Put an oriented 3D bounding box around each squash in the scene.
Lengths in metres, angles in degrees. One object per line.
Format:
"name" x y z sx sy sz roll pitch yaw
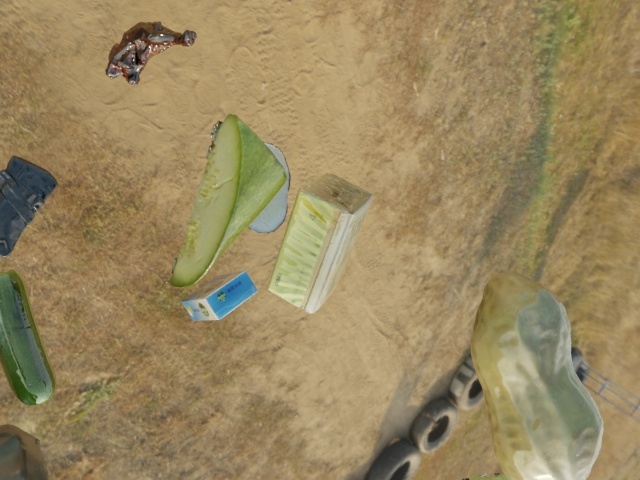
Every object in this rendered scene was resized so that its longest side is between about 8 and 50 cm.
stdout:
"squash" -0.162 -0.036 0.676 0.252 0.093 0.169 -49 150 -9
"squash" -0.473 0.157 0.717 0.066 0.066 0.229 -17 106 -34

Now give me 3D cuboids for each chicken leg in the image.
"chicken leg" -0.317 -0.350 0.834 0.048 0.219 0.090 -27 97 -65

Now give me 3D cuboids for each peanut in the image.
"peanut" 0.195 0.134 0.422 0.090 0.098 0.215 -17 92 -14

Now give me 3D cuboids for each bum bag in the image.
"bum bag" -0.758 -0.080 1.109 0.123 0.060 0.248 36 75 -29

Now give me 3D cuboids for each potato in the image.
"potato" -0.243 -0.179 1.546 0.246 0.196 0.300 1 96 -38

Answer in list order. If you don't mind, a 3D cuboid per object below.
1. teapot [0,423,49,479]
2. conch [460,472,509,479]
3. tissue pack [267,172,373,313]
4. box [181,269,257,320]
"teapot" -0.573 0.371 0.603 0.344 0.253 0.300 16 94 -48
"conch" 0.300 0.504 0.799 0.251 0.143 0.137 -51 176 29
"tissue pack" 0.000 0.000 0.914 0.159 0.125 0.234 -45 159 -61
"box" -0.283 0.154 1.263 0.139 0.194 0.073 -36 103 -34
